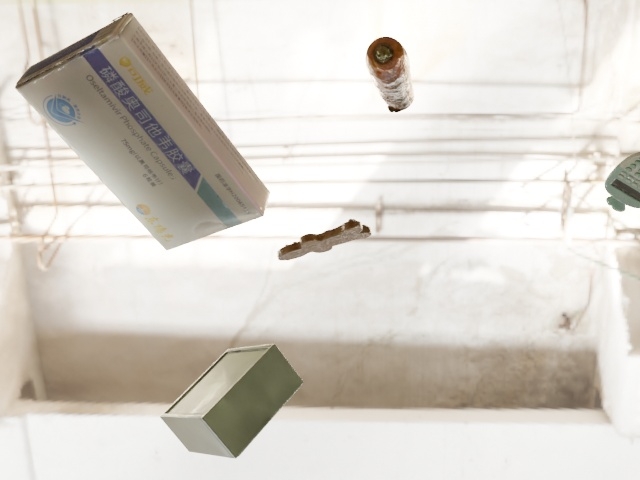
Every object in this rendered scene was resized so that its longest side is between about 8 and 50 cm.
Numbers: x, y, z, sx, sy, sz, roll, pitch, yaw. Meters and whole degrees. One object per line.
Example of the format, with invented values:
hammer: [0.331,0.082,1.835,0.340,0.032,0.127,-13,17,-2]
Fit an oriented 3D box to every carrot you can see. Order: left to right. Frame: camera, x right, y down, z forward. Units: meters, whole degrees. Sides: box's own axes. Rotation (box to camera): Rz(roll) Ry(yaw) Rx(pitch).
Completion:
carrot: [0.110,-0.261,1.253,0.067,0.067,0.225,3,172,11]

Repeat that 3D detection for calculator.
calculator: [0.580,-0.106,1.471,0.095,0.153,0.021,32,-126,5]

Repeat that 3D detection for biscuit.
biscuit: [0.000,-0.001,1.684,0.205,0.031,0.138,-21,165,18]

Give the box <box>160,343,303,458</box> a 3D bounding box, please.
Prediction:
box: [-0.190,0.345,1.725,0.225,0.117,0.225,-44,-165,-31]

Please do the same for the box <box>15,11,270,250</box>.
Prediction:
box: [-0.247,-0.141,1.157,0.200,0.343,0.065,-18,-142,27]
